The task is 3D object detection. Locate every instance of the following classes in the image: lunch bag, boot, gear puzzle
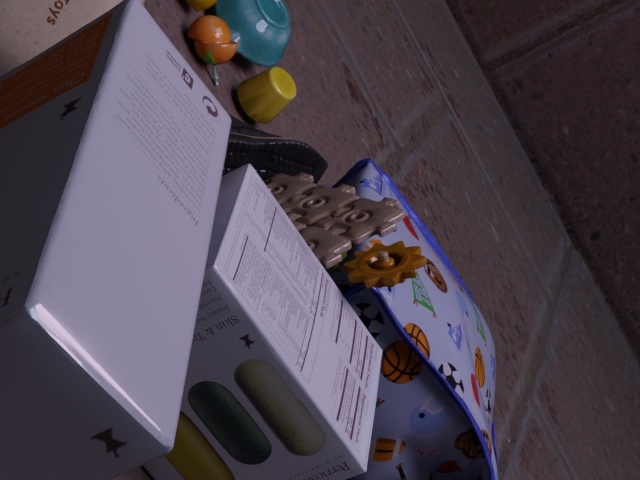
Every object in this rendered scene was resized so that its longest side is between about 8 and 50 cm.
[{"bbox_3d":[0.086,0.155,1.726,0.385,0.239,0.328,49,23,-22],"label":"lunch bag"},{"bbox_3d":[-0.095,-0.130,1.754,0.198,0.077,0.137,14,25,-45],"label":"boot"},{"bbox_3d":[0.000,0.000,1.569,0.175,0.339,0.044,-29,119,-30],"label":"gear puzzle"}]

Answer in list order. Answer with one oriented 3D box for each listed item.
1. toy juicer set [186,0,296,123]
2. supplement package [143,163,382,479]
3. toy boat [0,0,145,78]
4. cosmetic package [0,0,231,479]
[{"bbox_3d":[-0.123,-0.334,2.021,0.209,0.089,0.329,34,42,-31],"label":"toy juicer set"},{"bbox_3d":[-0.094,0.109,1.391,0.262,0.199,0.198,55,23,-23],"label":"supplement package"},{"bbox_3d":[-0.318,-0.290,1.359,0.318,0.267,0.148,38,-12,-29],"label":"toy boat"},{"bbox_3d":[-0.227,0.009,1.154,0.161,0.230,0.453,51,23,-29],"label":"cosmetic package"}]
